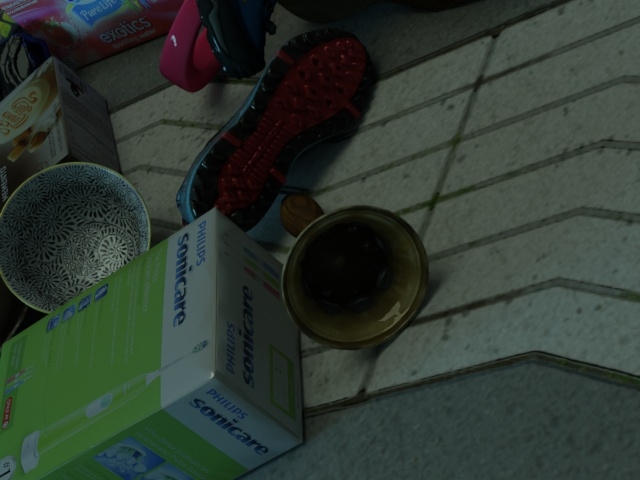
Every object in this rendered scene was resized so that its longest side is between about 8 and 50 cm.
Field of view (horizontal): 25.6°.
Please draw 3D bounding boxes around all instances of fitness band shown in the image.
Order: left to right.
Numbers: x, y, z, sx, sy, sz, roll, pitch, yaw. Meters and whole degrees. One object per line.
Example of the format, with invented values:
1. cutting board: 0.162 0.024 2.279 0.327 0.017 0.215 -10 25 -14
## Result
1. fitness band: -0.086 -0.296 1.577 0.290 0.054 0.209 -57 0 -12

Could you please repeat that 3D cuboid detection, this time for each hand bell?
1. hand bell: 0.000 0.000 1.269 0.126 0.126 0.242 -48 21 2

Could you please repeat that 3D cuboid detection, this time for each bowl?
1. bowl: -0.256 0.007 1.518 0.170 0.080 0.170 -2 74 7

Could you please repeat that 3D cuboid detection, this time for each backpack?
1. backpack: -0.385 -0.200 1.873 0.098 0.101 0.120 -33 69 28

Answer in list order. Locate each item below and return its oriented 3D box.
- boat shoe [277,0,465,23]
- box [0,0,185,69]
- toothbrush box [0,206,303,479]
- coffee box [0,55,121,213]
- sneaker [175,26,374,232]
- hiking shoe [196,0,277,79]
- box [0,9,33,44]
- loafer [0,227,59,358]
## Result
1. boat shoe: 0.072 -0.310 1.445 0.341 0.122 0.110 1 59 50
2. box: -0.263 -0.353 1.834 0.300 0.154 0.142 -12 49 41
3. toothbrush box: -0.163 0.135 1.276 0.283 0.122 0.206 -33 37 24
4. coffee box: -0.331 -0.097 1.709 0.141 0.098 0.246 -40 35 14
5. sneaker: -0.058 -0.114 1.415 0.262 0.104 0.125 -47 16 -17
6. hiking shoe: -0.052 -0.311 1.405 0.132 0.113 0.304 0 81 12
7. box: -0.466 -0.224 1.958 0.207 0.036 0.114 -58 -7 -13
8. loafer: -0.340 0.065 1.580 0.080 0.078 0.220 11 66 52
